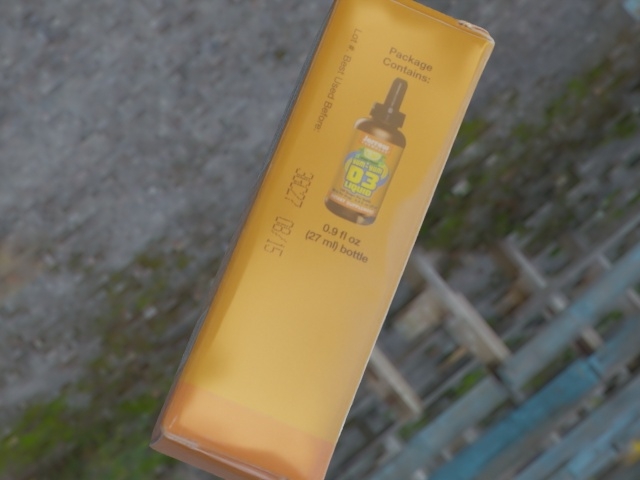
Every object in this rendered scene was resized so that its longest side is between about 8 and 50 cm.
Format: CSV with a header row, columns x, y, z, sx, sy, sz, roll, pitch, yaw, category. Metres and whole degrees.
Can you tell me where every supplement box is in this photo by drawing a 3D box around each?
x,y,z,sx,sy,sz,roll,pitch,yaw,category
0.000,0.000,0.833,0.080,0.078,0.233,133,-20,-77,supplement box
